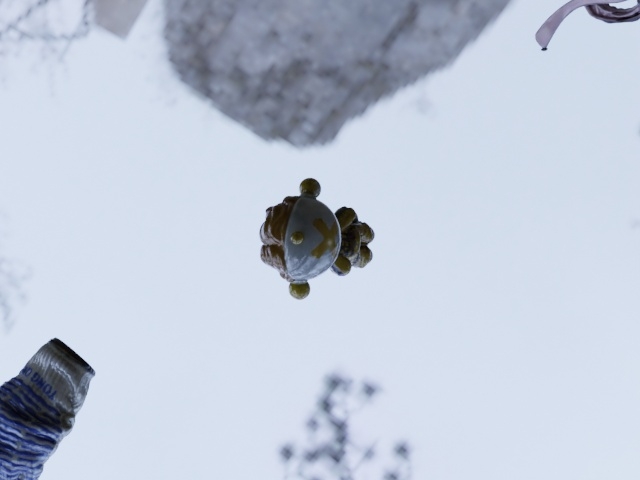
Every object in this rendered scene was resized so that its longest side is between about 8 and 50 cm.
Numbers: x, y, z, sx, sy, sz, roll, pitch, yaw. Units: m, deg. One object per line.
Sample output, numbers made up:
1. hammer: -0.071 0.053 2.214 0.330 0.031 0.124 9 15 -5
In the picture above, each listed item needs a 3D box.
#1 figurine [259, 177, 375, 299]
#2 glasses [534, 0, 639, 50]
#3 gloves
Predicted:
1. figurine: 0.000 0.005 1.596 0.068 0.101 0.143 6 156 34
2. glasses: 0.251 -0.251 1.530 0.095 0.255 0.162 -32 -67 -39
3. gloves: -0.332 0.207 1.935 0.119 0.229 0.097 34 -175 28
